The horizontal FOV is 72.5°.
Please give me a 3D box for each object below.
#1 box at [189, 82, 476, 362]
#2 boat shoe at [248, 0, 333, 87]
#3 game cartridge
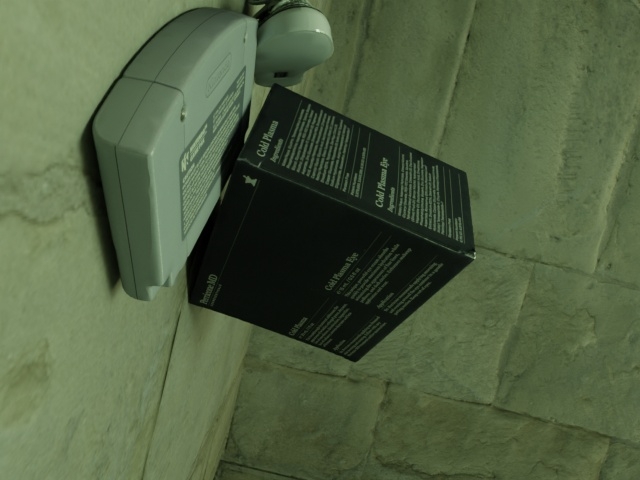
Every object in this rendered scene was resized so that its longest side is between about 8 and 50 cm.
[{"bbox_3d":[0.000,0.000,0.677,0.343,0.312,0.179,124,-17,-46],"label":"box"},{"bbox_3d":[-0.050,-0.297,0.626,0.306,0.113,0.105,-117,-157,-78],"label":"boat shoe"},{"bbox_3d":[-0.127,-0.112,0.441,0.297,0.062,0.198,-78,178,-47],"label":"game cartridge"}]
